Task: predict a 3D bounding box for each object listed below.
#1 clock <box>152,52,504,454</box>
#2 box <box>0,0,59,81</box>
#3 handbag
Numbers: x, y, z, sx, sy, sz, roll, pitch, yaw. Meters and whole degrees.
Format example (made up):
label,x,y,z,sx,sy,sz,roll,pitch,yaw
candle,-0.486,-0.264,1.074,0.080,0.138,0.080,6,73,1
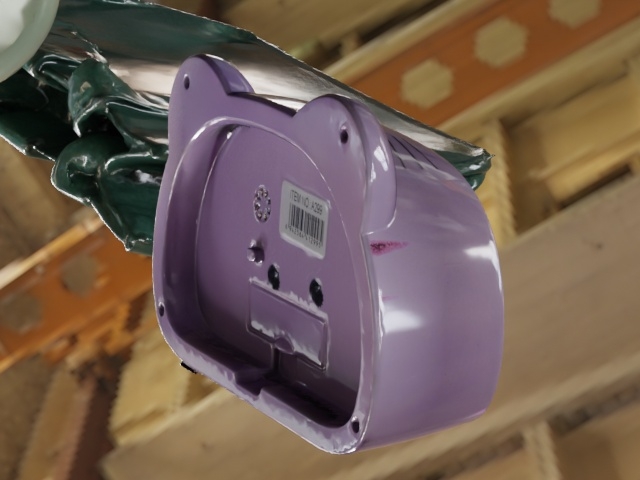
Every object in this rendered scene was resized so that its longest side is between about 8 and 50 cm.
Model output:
label,x,y,z,sx,sy,sz,roll,pitch,yaw
clock,0.000,0.000,0.591,0.050,0.110,0.153,-5,-165,-30
box,-0.239,-0.242,0.683,0.177,0.351,0.344,-11,-164,-23
handbag,-0.074,-0.068,1.049,0.326,0.238,0.089,36,-66,52
